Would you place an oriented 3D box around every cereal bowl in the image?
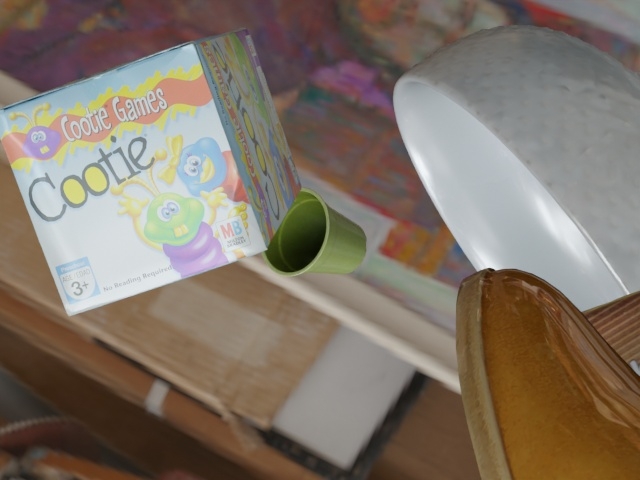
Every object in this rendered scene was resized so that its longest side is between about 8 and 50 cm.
[{"bbox_3d":[0.201,-0.013,1.053,0.141,0.339,0.339,-36,142,-8],"label":"cereal bowl"}]

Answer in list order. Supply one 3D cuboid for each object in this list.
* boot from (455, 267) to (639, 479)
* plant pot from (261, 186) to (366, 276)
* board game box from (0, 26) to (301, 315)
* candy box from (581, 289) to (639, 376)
[{"bbox_3d":[0.166,0.084,0.368,0.211,0.295,0.104,-30,142,14],"label":"boot"},{"bbox_3d":[0.000,0.000,1.422,0.079,0.083,0.083,19,92,-49],"label":"plant pot"},{"bbox_3d":[-0.111,-0.060,1.091,0.275,0.144,0.142,-66,138,-79],"label":"board game box"},{"bbox_3d":[0.239,0.075,0.562,0.316,0.183,0.087,-21,157,2],"label":"candy box"}]
